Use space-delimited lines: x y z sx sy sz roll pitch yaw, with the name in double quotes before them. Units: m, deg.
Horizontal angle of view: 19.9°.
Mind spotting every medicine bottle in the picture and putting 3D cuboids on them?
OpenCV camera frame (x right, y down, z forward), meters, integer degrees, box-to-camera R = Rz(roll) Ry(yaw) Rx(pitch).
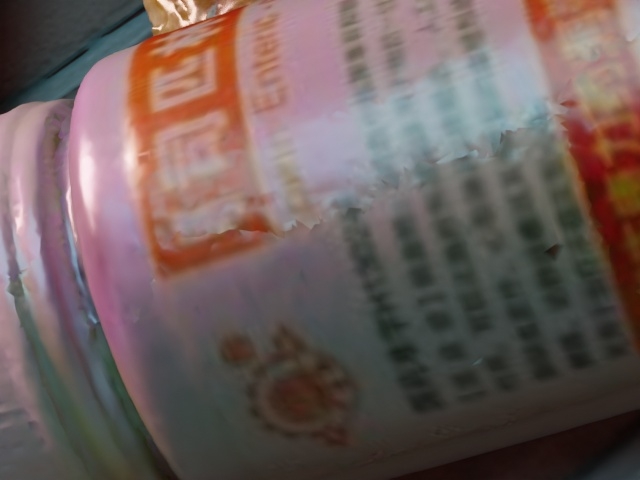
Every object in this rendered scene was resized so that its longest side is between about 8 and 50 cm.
"medicine bottle" 0.000 0.000 0.802 0.388 0.219 0.219 -17 55 13

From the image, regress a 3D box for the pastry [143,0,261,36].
"pastry" -0.012 -0.163 0.984 0.229 0.100 0.218 31 79 30
